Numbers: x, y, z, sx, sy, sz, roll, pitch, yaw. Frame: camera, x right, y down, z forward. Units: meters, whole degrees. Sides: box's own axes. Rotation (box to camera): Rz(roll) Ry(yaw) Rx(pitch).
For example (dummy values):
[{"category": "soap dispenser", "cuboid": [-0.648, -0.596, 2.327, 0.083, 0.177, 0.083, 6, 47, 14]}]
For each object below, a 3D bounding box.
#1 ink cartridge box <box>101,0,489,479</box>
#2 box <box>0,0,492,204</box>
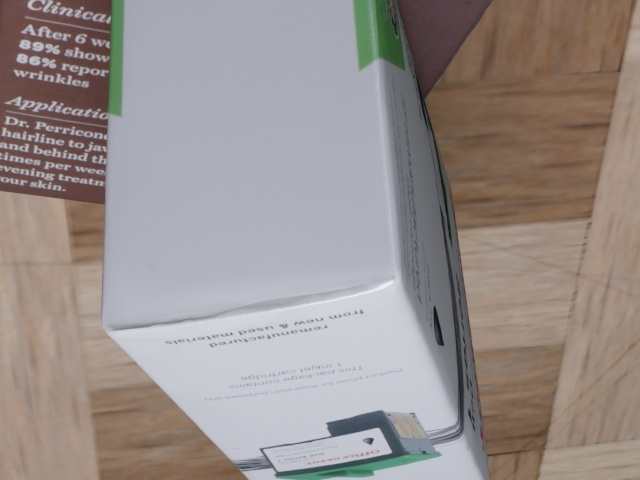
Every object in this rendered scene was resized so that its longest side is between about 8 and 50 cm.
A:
[{"category": "ink cartridge box", "cuboid": [0.000, 0.000, 0.474, 0.092, 0.160, 0.219, -10, 152, 11]}, {"category": "box", "cuboid": [-0.024, -0.158, 0.491, 0.191, 0.143, 0.381, 8, 151, -18]}]
